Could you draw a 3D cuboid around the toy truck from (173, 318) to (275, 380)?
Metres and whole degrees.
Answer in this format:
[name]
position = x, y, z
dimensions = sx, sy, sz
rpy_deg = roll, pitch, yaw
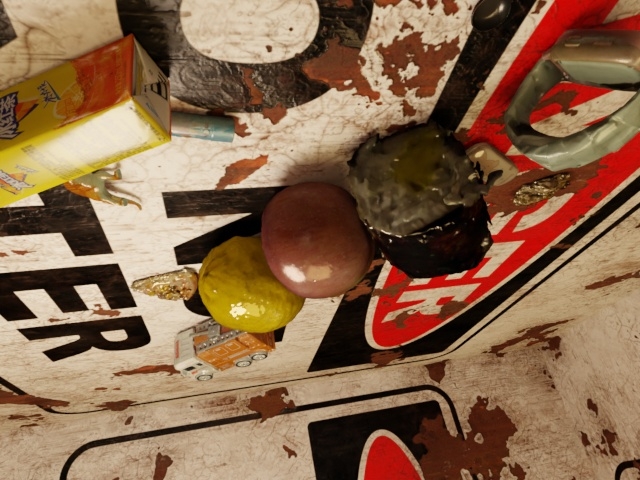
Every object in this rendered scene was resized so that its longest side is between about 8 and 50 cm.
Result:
[toy truck]
position = -0.382, 0.389, 1.713
dimensions = 0.387, 0.174, 0.207
rpy_deg = -25, 142, 15

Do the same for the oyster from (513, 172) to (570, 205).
[oyster]
position = 0.649, -0.141, 1.319
dimensions = 0.176, 0.056, 0.105
rpy_deg = -13, 158, -9

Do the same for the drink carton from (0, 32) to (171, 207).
[drink carton]
position = -0.424, -0.183, 0.726
dimensions = 0.350, 0.155, 0.111
rpy_deg = -18, 150, 9

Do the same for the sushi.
[sushi]
position = 0.234, -0.078, 1.020
dimensions = 0.281, 0.300, 0.294
rpy_deg = -33, 146, 3

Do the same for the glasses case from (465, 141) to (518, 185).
[glasses case]
position = 0.433, -0.192, 1.144
dimensions = 0.204, 0.051, 0.081
rpy_deg = 16, 138, -40

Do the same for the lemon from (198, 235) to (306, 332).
[lemon]
position = -0.173, 0.125, 1.235
dimensions = 0.316, 0.286, 0.285
rpy_deg = 35, 130, -22

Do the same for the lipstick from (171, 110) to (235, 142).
[lipstick]
position = -0.244, -0.216, 0.847
dimensions = 0.157, 0.048, 0.048
rpy_deg = 1, 147, -23

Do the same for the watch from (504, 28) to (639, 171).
[watch]
position = 0.489, -0.255, 0.859
dimensions = 0.161, 0.253, 0.242
rpy_deg = 15, 103, -38

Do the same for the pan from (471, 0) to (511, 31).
[pan]
position = 0.279, -0.403, 0.752
dimensions = 0.068, 0.024, 0.115
rpy_deg = -24, 151, 20

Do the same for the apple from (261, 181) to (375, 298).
[apple]
position = 0.000, 0.000, 1.073
dimensions = 0.234, 0.306, 0.306
rpy_deg = -18, 150, 11

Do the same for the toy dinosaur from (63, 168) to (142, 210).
[toy dinosaur]
position = -0.481, -0.104, 0.944
dimensions = 0.142, 0.057, 0.212
rpy_deg = 0, 149, 2

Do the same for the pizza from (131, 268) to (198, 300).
[pizza]
position = -0.476, 0.144, 1.373
dimensions = 0.195, 0.053, 0.185
rpy_deg = 0, 145, -20
